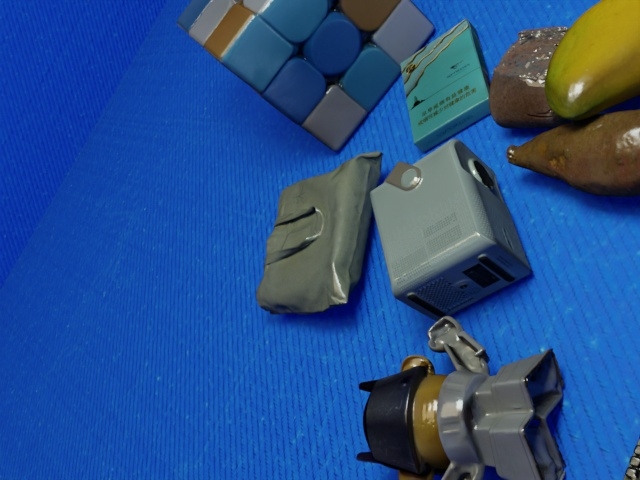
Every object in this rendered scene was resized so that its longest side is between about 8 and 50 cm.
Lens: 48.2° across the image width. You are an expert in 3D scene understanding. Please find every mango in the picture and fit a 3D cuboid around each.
[{"bbox_3d":[0.430,-0.271,1.009,0.317,0.119,0.176,-41,43,-15],"label":"mango"}]

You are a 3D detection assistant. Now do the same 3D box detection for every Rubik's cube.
[{"bbox_3d":[-0.041,-0.456,1.516,0.344,0.346,0.347,-52,39,7],"label":"Rubik's cube"}]

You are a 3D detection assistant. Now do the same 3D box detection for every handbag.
[{"bbox_3d":[-0.002,-0.003,1.344,0.253,0.109,0.315,-17,53,46],"label":"handbag"}]

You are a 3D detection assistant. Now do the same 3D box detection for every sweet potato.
[{"bbox_3d":[0.400,-0.117,0.980,0.337,0.131,0.131,-5,61,46],"label":"sweet potato"}]

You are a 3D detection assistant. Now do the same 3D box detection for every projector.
[{"bbox_3d":[0.192,-0.024,1.106,0.177,0.163,0.242,-32,46,26],"label":"projector"}]

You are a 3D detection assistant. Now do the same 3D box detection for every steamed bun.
[{"bbox_3d":[0.355,-0.265,1.145,0.145,0.106,0.175,10,70,50],"label":"steamed bun"}]

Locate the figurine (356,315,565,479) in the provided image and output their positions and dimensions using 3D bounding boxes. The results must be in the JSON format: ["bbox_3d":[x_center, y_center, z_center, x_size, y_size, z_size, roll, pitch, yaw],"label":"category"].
[{"bbox_3d":[0.172,0.238,0.958,0.308,0.143,0.308,-24,33,17],"label":"figurine"}]

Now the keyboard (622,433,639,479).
[{"bbox_3d":[0.353,0.330,0.788,0.106,0.027,0.317,15,76,50],"label":"keyboard"}]

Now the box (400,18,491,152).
[{"bbox_3d":[0.236,-0.293,1.346,0.162,0.041,0.229,-30,46,30],"label":"box"}]
